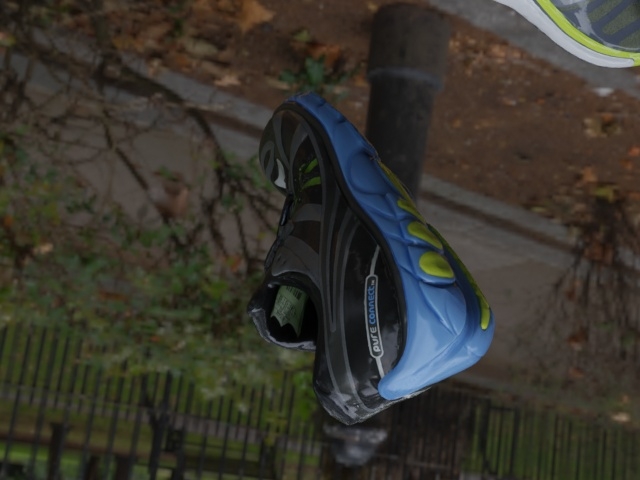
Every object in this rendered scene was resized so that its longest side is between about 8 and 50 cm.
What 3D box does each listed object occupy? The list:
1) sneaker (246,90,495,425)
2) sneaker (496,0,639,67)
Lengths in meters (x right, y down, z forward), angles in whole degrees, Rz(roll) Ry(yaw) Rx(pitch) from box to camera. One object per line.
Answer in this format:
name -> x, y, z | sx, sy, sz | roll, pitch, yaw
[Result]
sneaker -> 0.000, 0.000, 0.415 | 0.067, 0.078, 0.188 | 48, -172, -31
sneaker -> 0.197, -0.226, 0.815 | 0.300, 0.111, 0.121 | 15, 143, -33
